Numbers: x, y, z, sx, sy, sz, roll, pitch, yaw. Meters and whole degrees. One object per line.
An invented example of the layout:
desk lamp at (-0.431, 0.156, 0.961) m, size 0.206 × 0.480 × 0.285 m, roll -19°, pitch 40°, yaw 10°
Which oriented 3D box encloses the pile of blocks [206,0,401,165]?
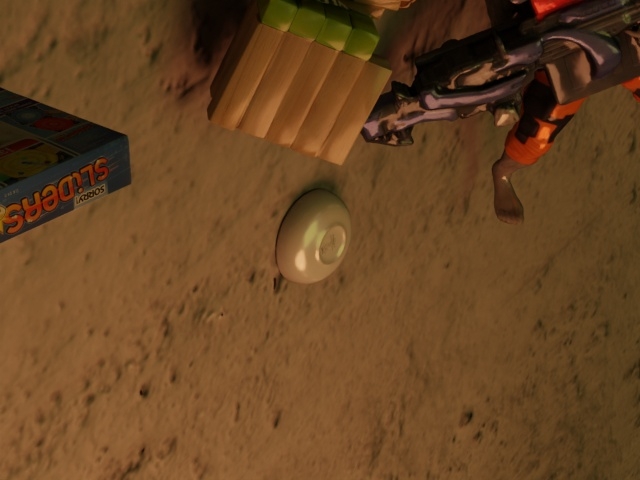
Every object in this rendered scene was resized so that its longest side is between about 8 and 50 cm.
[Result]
pile of blocks at (-0.010, -0.236, 1.056) m, size 0.149 × 0.112 × 0.362 m, roll -3°, pitch 121°, yaw -6°

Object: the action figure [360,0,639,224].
action figure at (0.178, -0.165, 1.333) m, size 0.341 × 0.178 × 0.330 m, roll -16°, pitch 140°, yaw 0°

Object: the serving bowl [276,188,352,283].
serving bowl at (0.000, 0.000, 1.283) m, size 0.083 × 0.027 × 0.083 m, roll -28°, pitch 129°, yaw -41°

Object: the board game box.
board game box at (-0.228, -0.032, 0.876) m, size 0.201 × 0.136 × 0.035 m, roll -28°, pitch 129°, yaw -41°

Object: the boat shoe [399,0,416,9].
boat shoe at (0.123, -0.323, 1.194) m, size 0.324 × 0.122 × 0.120 m, roll -63°, pitch 150°, yaw -6°
